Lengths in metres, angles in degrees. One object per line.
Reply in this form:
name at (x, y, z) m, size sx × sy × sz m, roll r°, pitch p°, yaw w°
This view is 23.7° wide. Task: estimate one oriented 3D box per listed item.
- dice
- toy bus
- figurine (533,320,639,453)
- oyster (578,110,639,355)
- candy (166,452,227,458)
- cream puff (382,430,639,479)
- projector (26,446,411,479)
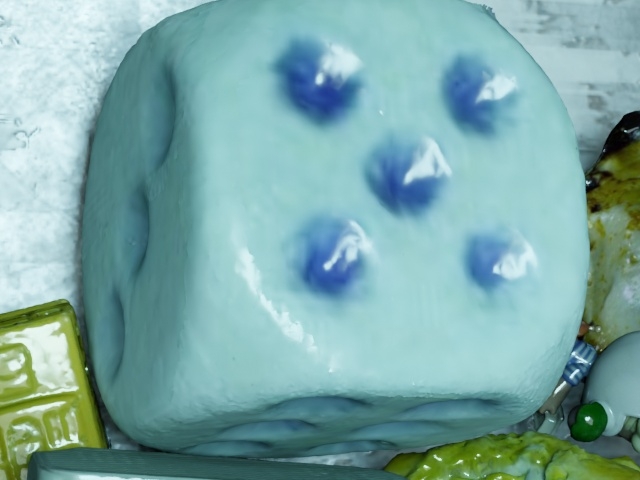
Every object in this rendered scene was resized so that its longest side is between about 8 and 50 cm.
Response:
dice at (0.000, 0.000, 1.010) m, size 0.265 × 0.268 × 0.262 m, roll 4°, pitch 74°, yaw -25°
toy bus at (-0.185, 0.215, 1.056) m, size 0.121 × 0.123 × 0.335 m, roll -14°, pitch 91°, yaw -14°
figurine at (0.208, 0.105, 1.132) m, size 0.197 × 0.147 × 0.093 m, roll 16°, pitch 114°, yaw 24°
oyster at (0.354, 0.028, 1.196) m, size 0.361 × 0.096 × 0.221 m, roll 16°, pitch 127°, yaw -6°
candy at (-0.029, 0.137, 1.144) m, size 0.202 × 0.061 × 0.061 m, roll -29°, pitch 95°, yaw -22°
cream puff at (0.139, 0.262, 1.089) m, size 0.282 × 0.185 × 0.282 m, roll -1°, pitch 89°, yaw 26°
projector at (-0.068, 0.242, 0.969) m, size 0.250 × 0.108 × 0.198 m, roll 6°, pitch 90°, yaw -16°
